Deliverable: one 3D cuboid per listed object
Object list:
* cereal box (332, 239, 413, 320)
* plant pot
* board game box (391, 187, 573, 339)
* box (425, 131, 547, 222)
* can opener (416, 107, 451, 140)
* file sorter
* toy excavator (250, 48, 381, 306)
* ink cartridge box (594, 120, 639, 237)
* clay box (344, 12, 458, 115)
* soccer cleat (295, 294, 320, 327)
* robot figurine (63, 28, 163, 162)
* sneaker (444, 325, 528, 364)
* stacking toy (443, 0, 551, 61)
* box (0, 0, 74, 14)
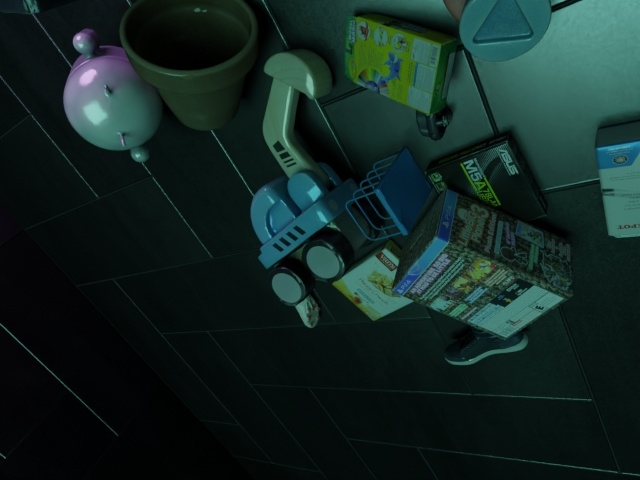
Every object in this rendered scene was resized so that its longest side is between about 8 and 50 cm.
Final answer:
[{"bbox_3d":[0.167,0.116,1.287,0.173,0.047,0.240,42,137,-8],"label":"cereal box"},{"bbox_3d":[-0.261,-0.361,1.002,0.263,0.263,0.229,27,153,8],"label":"plant pot"},{"bbox_3d":[0.339,0.059,1.016,0.291,0.141,0.232,23,143,-2],"label":"board game box"},{"bbox_3d":[0.344,-0.108,0.984,0.184,0.045,0.190,-16,119,43],"label":"box"},{"bbox_3d":[0.209,-0.279,0.903,0.073,0.059,0.186,5,130,29],"label":"can opener"},{"bbox_3d":[0.147,-0.096,1.023,0.104,0.170,0.118,-18,116,43],"label":"file sorter"},{"bbox_3d":[-0.049,-0.132,1.078,0.445,0.222,0.433,50,130,-3],"label":"toy excavator"},{"bbox_3d":[0.570,-0.108,0.819,0.140,0.082,0.190,-5,126,35],"label":"ink cartridge box"},{"bbox_3d":[0.137,-0.332,0.865,0.222,0.053,0.127,38,143,34],"label":"clay box"},{"bbox_3d":[-0.056,0.192,1.485,0.076,0.068,0.196,14,134,41],"label":"soccer cleat"},{"bbox_3d":[-0.475,-0.330,1.088,0.353,0.200,0.300,52,166,54],"label":"robot figurine"},{"bbox_3d":[0.391,0.237,1.220,0.226,0.086,0.163,-29,120,34],"label":"sneaker"},{"bbox_3d":[0.281,-0.405,0.640,0.280,0.130,0.309,31,142,-25],"label":"stacking toy"},{"bbox_3d":[-0.392,-0.628,0.652,0.297,0.480,0.471,13,132,24],"label":"box"}]
